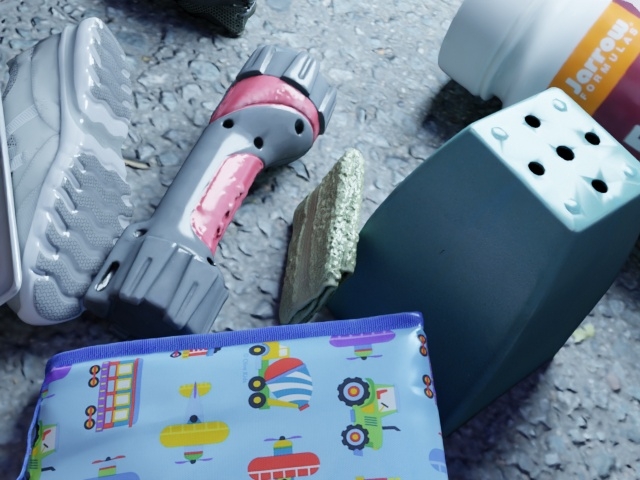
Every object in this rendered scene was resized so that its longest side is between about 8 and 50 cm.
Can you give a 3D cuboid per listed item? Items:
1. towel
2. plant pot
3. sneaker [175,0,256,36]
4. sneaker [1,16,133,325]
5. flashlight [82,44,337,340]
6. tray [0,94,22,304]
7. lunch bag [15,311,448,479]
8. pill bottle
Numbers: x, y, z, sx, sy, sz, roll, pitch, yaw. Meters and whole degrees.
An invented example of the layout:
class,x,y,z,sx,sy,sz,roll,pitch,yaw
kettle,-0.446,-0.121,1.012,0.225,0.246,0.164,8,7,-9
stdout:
class,x,y,z,sx,sy,sz,roll,pitch,yaw
towel,0.000,0.000,0.690,0.027,0.110,0.148,24,50,-17
plant pot,0.140,0.008,0.651,0.166,0.234,0.165,-26,66,-34
sneaker,-0.071,-0.294,0.847,0.130,0.227,0.087,46,40,-43
sneaker,-0.227,-0.054,0.683,0.115,0.105,0.281,-11,56,15
flashlight,-0.077,-0.040,0.708,0.103,0.103,0.304,-5,46,31
tray,-0.282,-0.037,0.628,0.030,0.145,0.270,30,34,-51
lunch bag,-0.072,0.173,0.535,0.293,0.138,0.221,1,56,-7
pill bottle,0.332,-0.144,0.840,0.392,0.224,0.224,38,51,11
